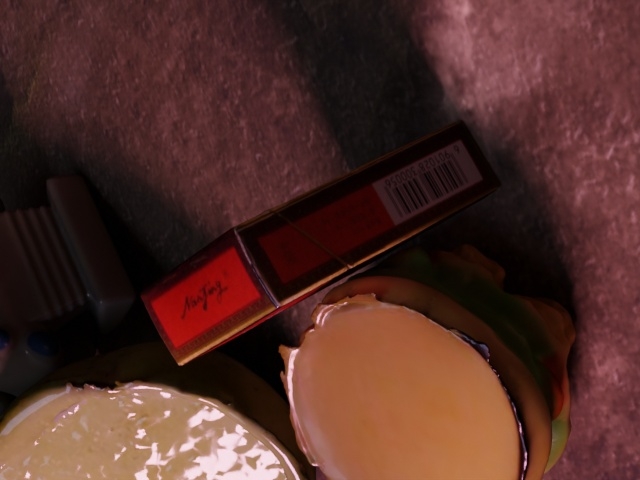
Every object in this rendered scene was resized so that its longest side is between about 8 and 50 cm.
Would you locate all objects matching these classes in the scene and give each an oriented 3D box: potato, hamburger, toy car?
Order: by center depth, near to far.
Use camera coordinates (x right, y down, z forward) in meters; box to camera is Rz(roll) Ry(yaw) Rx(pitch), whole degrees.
[{"bbox_3d":[0.094,0.111,1.289,0.237,0.149,0.237,16,123,27],"label":"hamburger"},{"bbox_3d":[-0.127,0.205,1.581,0.330,0.212,0.280,41,116,-9],"label":"potato"},{"bbox_3d":[-0.321,0.106,1.721,0.336,0.226,0.242,98,148,-57],"label":"toy car"}]

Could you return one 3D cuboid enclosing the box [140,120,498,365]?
[{"bbox_3d":[0.001,0.001,1.249,0.153,0.240,0.074,-26,91,52],"label":"box"}]
